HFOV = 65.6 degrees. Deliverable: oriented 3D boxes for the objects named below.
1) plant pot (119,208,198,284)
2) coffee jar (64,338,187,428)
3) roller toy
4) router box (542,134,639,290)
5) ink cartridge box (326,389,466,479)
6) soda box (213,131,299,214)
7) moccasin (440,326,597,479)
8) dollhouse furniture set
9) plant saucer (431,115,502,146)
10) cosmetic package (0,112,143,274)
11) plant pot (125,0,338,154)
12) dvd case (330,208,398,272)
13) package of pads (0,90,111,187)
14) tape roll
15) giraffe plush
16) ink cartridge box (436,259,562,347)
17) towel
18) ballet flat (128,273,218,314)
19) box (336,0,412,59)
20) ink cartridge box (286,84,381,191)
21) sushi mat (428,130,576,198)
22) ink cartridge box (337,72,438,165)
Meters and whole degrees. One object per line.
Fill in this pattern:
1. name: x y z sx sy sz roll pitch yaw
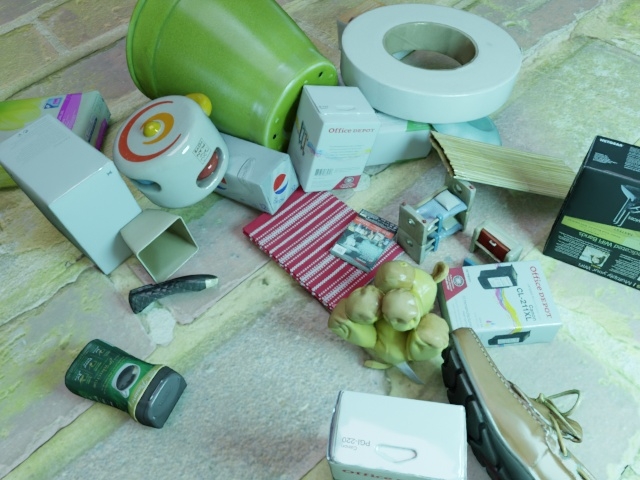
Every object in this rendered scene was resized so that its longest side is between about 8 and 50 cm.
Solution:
1. plant pot: -0.325 0.001 0.976 0.096 0.109 0.109 29 63 28
2. coffee jar: -0.319 0.237 0.824 0.184 0.079 0.096 16 55 18
3. roller toy: -0.284 -0.173 0.949 0.209 0.146 0.191 -26 56 5
4. router box: 0.552 -0.014 0.799 0.308 0.243 0.081 23 61 21
5. ink cartridge box: 0.098 0.285 0.656 0.158 0.218 0.092 5 55 10
6. soda box: -0.190 -0.156 1.057 0.286 0.091 0.098 23 60 30
7. moccasin: 0.302 0.282 0.683 0.146 0.139 0.380 -25 56 -12
8. dollhouse furniture set: 0.250 -0.007 0.898 0.129 0.129 0.184 -35 58 -17
9. plant saucer: 0.317 -0.252 1.064 0.194 0.037 0.195 17 42 -16
10. cosmetic package: -0.479 -0.088 0.982 0.224 0.224 0.138 32 64 26
11. plant pot: -0.164 -0.372 1.101 0.353 0.367 0.366 40 67 15
12. dvd case: 0.086 -0.002 0.955 0.087 0.013 0.119 27 59 20
13. package of pads: -0.677 -0.239 1.189 0.296 0.101 0.229 -6 53 3
14. tape roll: 0.237 -0.400 1.090 0.391 0.072 0.392 1 50 -2
15. giraffe plush: 0.135 0.104 0.808 0.181 0.210 0.171 -4 45 34
16. ink cartridge box: 0.297 0.109 0.846 0.174 0.072 0.128 -6 54 3
17. towel: 0.000 0.000 0.984 0.198 0.031 0.274 -39 62 -22
18. ballet flat: -0.277 0.097 0.947 0.172 0.057 0.049 -13 95 -1
19. box: 0.148 -0.545 1.312 0.130 0.091 0.170 -41 60 -20
20. ink cartridge box: 0.022 -0.208 1.017 0.128 0.176 0.128 -6 52 -24
21. sushi mat: 0.371 -0.140 0.962 0.316 0.019 0.152 8 39 -15
22. ink cartridge box: 0.136 -0.280 1.107 0.160 0.093 0.220 -10 52 -19
